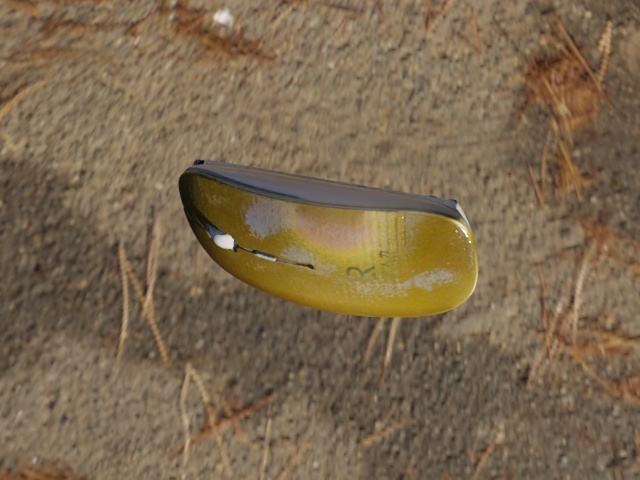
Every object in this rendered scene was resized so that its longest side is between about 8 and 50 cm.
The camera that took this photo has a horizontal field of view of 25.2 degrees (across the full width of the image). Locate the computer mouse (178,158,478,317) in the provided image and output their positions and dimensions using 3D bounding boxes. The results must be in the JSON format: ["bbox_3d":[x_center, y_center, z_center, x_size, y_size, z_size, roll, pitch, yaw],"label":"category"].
[{"bbox_3d":[0.000,0.000,1.099,0.245,0.056,0.126,12,141,19],"label":"computer mouse"}]
